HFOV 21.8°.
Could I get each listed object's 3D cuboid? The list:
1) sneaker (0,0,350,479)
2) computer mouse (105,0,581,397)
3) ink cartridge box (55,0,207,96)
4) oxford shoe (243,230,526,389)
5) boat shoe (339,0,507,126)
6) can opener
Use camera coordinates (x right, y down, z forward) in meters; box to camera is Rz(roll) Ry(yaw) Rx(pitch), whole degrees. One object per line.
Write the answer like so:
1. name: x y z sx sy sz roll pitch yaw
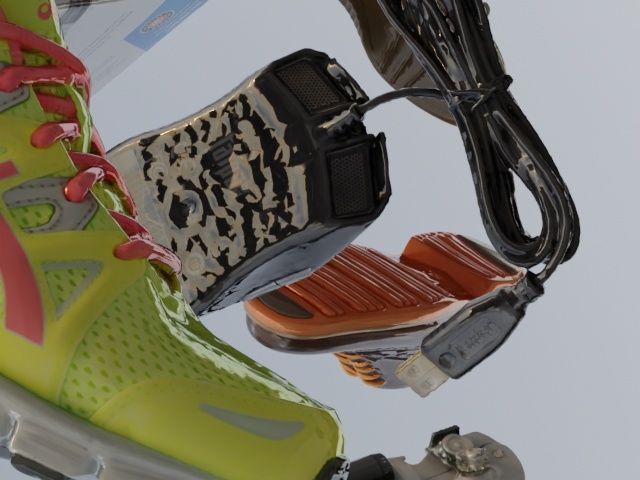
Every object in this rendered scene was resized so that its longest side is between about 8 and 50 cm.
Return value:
1. sneaker: -0.075 -0.015 0.364 0.208 0.094 0.081 33 176 10
2. computer mouse: 0.000 0.000 0.773 0.060 0.262 0.184 4 -125 -62
3. ink cartridge box: -0.266 -0.191 1.349 0.307 0.223 0.129 -19 -99 -51
4. oxford shoe: 0.055 0.079 1.465 0.130 0.133 0.363 35 -158 32
5. boat shoe: 0.073 -0.217 1.449 0.285 0.104 0.089 52 -147 17
6. can opener: 0.043 0.218 1.326 0.280 0.093 0.074 -12 -141 -31
